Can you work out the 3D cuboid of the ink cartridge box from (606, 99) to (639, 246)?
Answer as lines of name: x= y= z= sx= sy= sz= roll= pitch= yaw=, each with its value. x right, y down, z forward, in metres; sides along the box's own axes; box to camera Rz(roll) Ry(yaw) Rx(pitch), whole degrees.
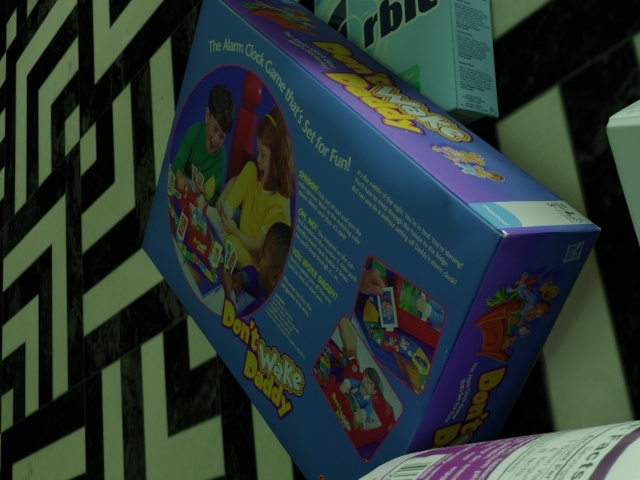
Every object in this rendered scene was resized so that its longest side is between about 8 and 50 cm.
ink cartridge box: x=0.233 y=0.042 z=0.342 sx=0.223 sy=0.045 sz=0.224 roll=1 pitch=115 yaw=55

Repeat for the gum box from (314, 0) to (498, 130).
gum box: x=0.055 y=-0.154 z=0.684 sx=0.157 sy=0.041 sz=0.185 roll=-20 pitch=67 yaw=53

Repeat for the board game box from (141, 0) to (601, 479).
board game box: x=0.000 y=0.000 z=0.645 sx=0.347 sy=0.078 sz=0.233 roll=47 pitch=128 yaw=42

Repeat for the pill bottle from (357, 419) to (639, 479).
pill bottle: x=0.128 y=0.158 z=0.375 sx=0.301 sy=0.169 sz=0.169 roll=-29 pitch=60 yaw=57
